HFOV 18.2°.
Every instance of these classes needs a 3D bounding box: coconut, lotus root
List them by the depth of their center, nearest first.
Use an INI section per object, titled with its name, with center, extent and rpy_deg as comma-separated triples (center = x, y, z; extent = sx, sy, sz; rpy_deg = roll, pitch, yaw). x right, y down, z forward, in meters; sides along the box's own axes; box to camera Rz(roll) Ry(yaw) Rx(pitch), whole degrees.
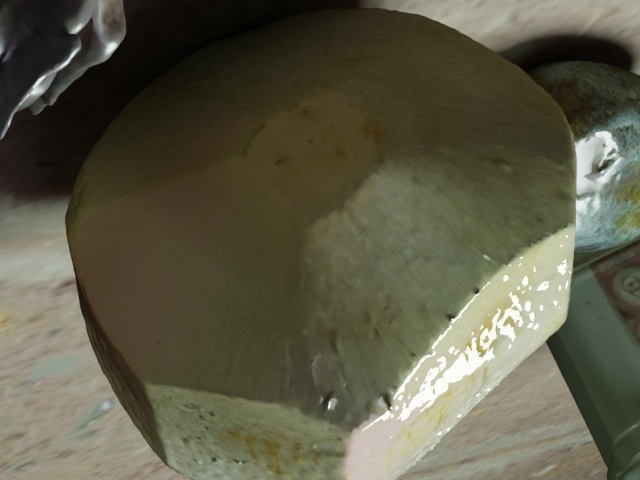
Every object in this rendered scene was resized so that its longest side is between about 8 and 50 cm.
[coconut]
center = 0.000, 0.000, 0.877
extent = 0.237, 0.197, 0.237
rpy_deg = -34, 159, -15
[lotus root]
center = 0.133, -0.046, 1.087
extent = 0.192, 0.088, 0.113
rpy_deg = 4, 127, -54

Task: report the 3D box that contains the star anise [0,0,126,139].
[star anise]
center = -0.076, -0.112, 0.615
extent = 0.182, 0.065, 0.195
rpy_deg = -59, 165, -25

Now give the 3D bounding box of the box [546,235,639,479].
[box]
center = 0.309, 0.056, 1.417
extent = 0.312, 0.182, 0.175
rpy_deg = -27, 159, -4
